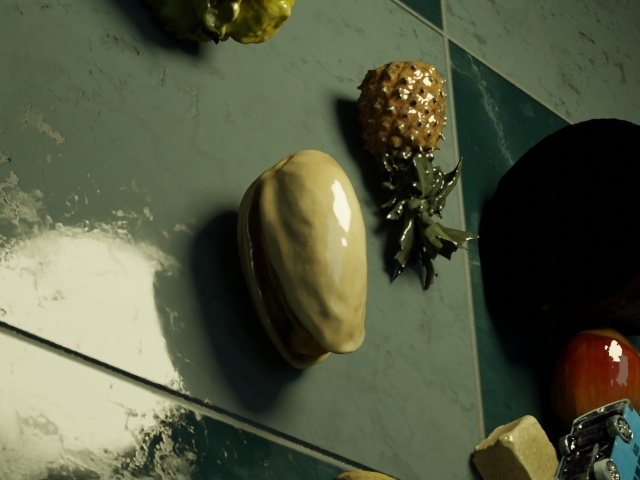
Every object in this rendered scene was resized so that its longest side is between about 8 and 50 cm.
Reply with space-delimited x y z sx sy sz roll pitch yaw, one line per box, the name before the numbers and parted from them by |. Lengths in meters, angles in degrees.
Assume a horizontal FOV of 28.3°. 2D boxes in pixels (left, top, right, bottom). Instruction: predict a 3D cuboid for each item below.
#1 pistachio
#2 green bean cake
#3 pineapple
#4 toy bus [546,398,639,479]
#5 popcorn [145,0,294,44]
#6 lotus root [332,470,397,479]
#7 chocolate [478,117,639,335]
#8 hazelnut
pistachio | -0.016 0.020 1.715 0.187 0.187 0.299 7 68 -46
green bean cake | 0.317 0.366 1.924 0.179 0.085 0.109 59 34 2
pineapple | 0.154 -0.103 2.047 0.165 0.165 0.365 6 69 -47
toy bus | 0.426 0.355 1.895 0.133 0.116 0.234 52 35 -10
popcorn | -0.147 -0.398 1.844 0.249 0.249 0.225 44 52 -18
lotus root | 0.090 0.373 1.641 0.221 0.118 0.125 31 61 -27
chocolate | 0.510 0.015 2.208 0.331 0.383 0.384 40 39 -37
hazelnut | 0.474 0.256 2.106 0.212 0.181 0.181 27 23 -48
